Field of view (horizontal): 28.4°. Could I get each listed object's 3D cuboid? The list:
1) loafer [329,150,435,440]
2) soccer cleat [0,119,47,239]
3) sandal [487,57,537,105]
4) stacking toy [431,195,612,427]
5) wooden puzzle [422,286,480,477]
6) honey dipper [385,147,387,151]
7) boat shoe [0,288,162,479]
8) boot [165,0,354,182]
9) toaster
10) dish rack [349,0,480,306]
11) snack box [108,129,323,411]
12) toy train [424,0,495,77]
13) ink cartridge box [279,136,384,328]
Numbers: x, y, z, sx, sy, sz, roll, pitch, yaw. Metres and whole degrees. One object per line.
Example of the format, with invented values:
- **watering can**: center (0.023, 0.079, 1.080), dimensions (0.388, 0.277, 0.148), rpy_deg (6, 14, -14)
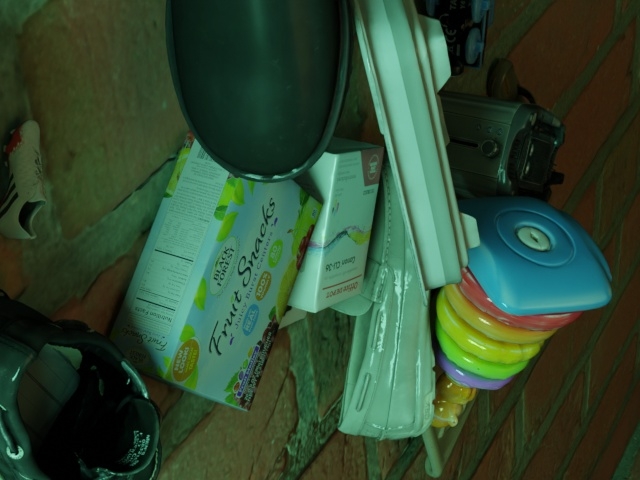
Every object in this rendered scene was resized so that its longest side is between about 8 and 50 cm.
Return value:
- **loafer**: center (0.064, 0.060, 1.387), dimensions (0.112, 0.111, 0.319), rpy_deg (163, -74, -81)
- **soccer cleat**: center (-0.201, -0.041, 0.866), dimensions (0.029, 0.036, 0.083), rpy_deg (9, 96, -65)
- **sandal**: center (0.274, -0.186, 1.749), dimensions (0.072, 0.049, 0.180), rpy_deg (-66, 153, -18)
- **stacking toy**: center (0.183, 0.107, 1.426), dimensions (0.166, 0.175, 0.302), rpy_deg (-3, 133, -30)
- **wooden puzzle**: center (0.182, 0.107, 1.704), dimensions (0.322, 0.080, 0.348), rpy_deg (-59, 156, -29)
- **honey dipper**: center (0.102, -0.054, 1.494), dimensions (0.030, 0.030, 0.160), rpy_deg (-60, 152, -29)
- **boat shoe**: center (-0.175, 0.132, 0.926), dimensions (0.127, 0.113, 0.340), rpy_deg (-62, 152, -25)
- **boot**: center (-0.076, -0.201, 0.769), dimensions (0.445, 0.146, 0.367), rpy_deg (-47, 136, -79)
- **toaster**: center (0.201, -0.110, 1.528), dimensions (0.227, 0.146, 0.129), rpy_deg (1, 103, -64)
- **dish rack**: center (0.082, -0.135, 1.171), dimensions (0.285, 0.072, 0.333), rpy_deg (-100, 175, -47)
- **snack box**: center (-0.088, 0.031, 1.101), dimensions (0.174, 0.070, 0.207), rpy_deg (40, 67, -63)
- **toy train**: center (0.163, -0.281, 1.438), dimensions (0.105, 0.080, 0.184), rpy_deg (-46, 143, -56)
- **ink cartridge box**: center (0.000, 0.000, 1.267), dimensions (0.115, 0.067, 0.198), rpy_deg (-17, 119, -62)
